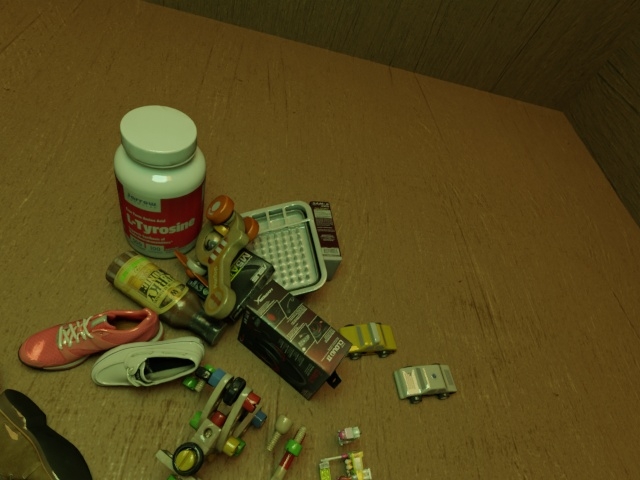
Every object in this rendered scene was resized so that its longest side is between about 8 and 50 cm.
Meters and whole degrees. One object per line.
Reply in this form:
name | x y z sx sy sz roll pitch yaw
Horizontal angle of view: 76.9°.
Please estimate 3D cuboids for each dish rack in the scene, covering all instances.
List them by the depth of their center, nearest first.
dish rack | -0.140 0.045 1.249 0.285 0.072 0.333 -13 56 -2

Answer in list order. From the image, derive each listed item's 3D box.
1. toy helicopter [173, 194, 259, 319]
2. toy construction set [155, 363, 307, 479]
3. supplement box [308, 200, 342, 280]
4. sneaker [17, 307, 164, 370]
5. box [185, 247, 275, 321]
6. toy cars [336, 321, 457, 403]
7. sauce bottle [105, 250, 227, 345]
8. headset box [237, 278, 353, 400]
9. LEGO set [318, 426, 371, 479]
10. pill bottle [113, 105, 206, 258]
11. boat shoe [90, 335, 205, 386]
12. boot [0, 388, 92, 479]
toy helicopter | -0.286 0.063 1.078 0.140 0.234 0.355 44 21 -41
toy construction set | -0.201 0.451 0.879 0.308 0.257 0.237 39 60 -9
supplement box | 0.000 0.000 1.340 0.073 0.130 0.240 2 52 -18
sneaker | -0.547 0.216 0.971 0.313 0.136 0.116 -8 56 -25
box | -0.258 0.107 1.159 0.184 0.045 0.191 28 66 26
toy cars | 0.232 0.346 1.182 0.393 0.087 0.176 34 50 7
sauce bottle | -0.407 0.157 1.085 0.344 0.111 0.111 31 50 5
headset box | -0.064 0.272 1.047 0.293 0.218 0.110 38 52 10
LEGO set | 0.067 0.586 0.912 0.106 0.132 0.287 -3 46 -13
pill bottle | -0.437 -0.149 1.115 0.228 0.408 0.229 10 51 -12
boat shoe | -0.406 0.297 0.939 0.267 0.097 0.088 -7 17 -5
boot | -0.584 0.451 0.816 0.305 0.112 0.115 37 70 15
